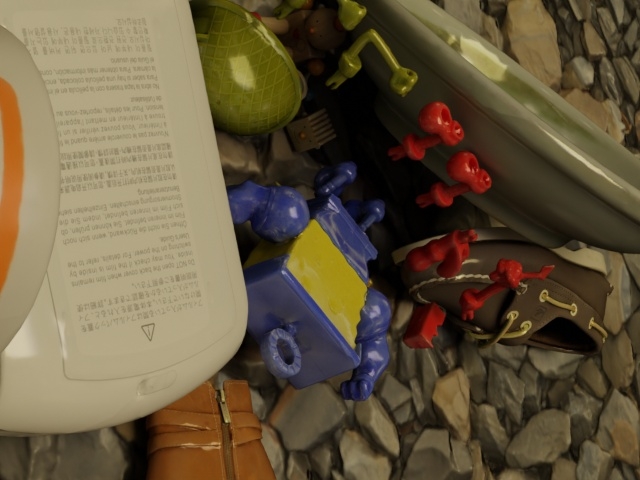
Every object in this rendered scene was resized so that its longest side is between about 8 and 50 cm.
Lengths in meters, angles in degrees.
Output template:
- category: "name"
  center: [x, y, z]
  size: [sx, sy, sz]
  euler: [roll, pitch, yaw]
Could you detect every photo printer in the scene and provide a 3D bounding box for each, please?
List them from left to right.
- category: "photo printer"
  center: [-0.172, -0.025, 1.044]
  size: [0.256, 0.107, 0.307]
  euler: [-12, 90, -51]

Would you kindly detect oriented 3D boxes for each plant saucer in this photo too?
- category: "plant saucer"
  center: [0.157, -0.095, 1.358]
  size: [0.400, 0.100, 0.400]
  euler: [36, 13, -10]

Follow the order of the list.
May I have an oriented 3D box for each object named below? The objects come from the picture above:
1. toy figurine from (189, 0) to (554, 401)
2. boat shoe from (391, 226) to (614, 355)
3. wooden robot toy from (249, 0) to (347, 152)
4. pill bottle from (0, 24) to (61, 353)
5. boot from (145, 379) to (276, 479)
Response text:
- category: "toy figurine"
  center: [0.000, 0.000, 1.168]
  size: [0.362, 0.191, 0.217]
  euler: [53, 41, -27]
- category: "boat shoe"
  center: [0.180, 0.053, 1.448]
  size: [0.324, 0.116, 0.096]
  euler: [11, 69, -54]
- category: "wooden robot toy"
  center: [-0.013, -0.166, 1.296]
  size: [0.076, 0.079, 0.173]
  euler: [-7, 86, -51]
- category: "pill bottle"
  center: [-0.345, -0.040, 0.743]
  size: [0.392, 0.224, 0.224]
  euler: [9, 73, -45]
- category: "boot"
  center: [-0.111, 0.173, 1.106]
  size: [0.197, 0.073, 0.152]
  euler: [8, 68, -50]
